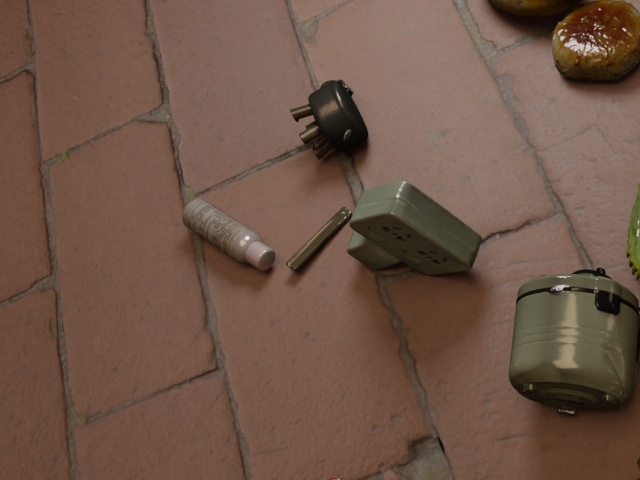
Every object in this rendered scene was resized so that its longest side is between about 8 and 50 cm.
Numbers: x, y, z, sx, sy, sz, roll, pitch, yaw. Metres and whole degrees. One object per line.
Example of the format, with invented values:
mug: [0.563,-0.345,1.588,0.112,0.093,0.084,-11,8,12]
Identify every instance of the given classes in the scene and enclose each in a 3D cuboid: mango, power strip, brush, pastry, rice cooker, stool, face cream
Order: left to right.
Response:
face cream: [-0.212,-0.010,1.944,0.269,0.082,0.082,32,81,33]
brush: [0.000,0.000,1.876,0.190,0.027,0.034,-45,59,-11]
stool: [0.025,-0.284,1.949,0.139,0.153,0.228,-28,14,14]
power strip: [0.173,-0.031,1.699,0.261,0.229,0.141,-14,48,59]
mango: [0.478,-0.594,1.871,0.193,0.146,0.316,-51,47,4]
rice cooker: [0.448,0.173,1.466,0.226,0.226,0.244,-2,66,24]
pastry: [0.595,-0.429,1.774,0.192,0.093,0.182,6,65,28]

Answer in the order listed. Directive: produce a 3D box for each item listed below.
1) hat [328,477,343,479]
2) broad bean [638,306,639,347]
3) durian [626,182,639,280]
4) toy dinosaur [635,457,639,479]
hat: [0.021,0.488,1.531,0.094,0.162,0.112,-7,66,19]
broad bean: [0.625,0.201,1.468,0.069,0.039,0.227,-38,55,-4]
durian: [0.646,-0.069,1.517,0.158,0.169,0.351,9,70,28]
toy dinosaur: [0.513,0.492,1.347,0.162,0.077,0.294,-8,61,21]
